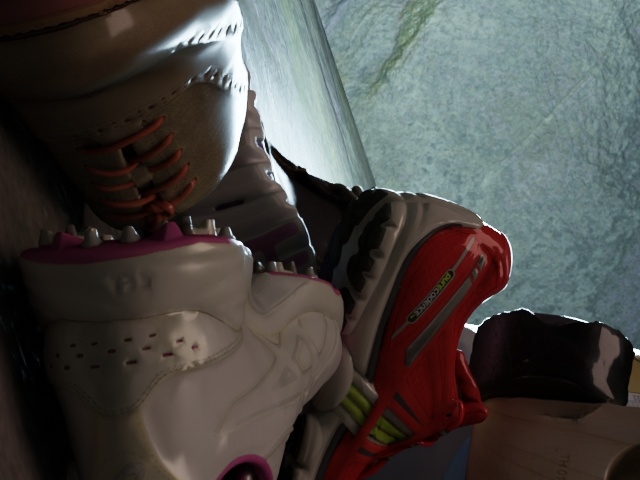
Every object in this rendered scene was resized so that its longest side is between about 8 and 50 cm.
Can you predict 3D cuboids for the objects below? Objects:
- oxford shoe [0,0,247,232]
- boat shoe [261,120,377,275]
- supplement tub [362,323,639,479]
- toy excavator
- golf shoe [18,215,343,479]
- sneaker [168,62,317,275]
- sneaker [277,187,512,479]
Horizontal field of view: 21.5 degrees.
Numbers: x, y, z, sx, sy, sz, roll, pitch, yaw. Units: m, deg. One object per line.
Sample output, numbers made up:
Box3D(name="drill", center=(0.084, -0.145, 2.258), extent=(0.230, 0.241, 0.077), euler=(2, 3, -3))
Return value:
Box3D(name="oxford shoe", center=(-0.084, -0.070, 0.824), extent=(0.348, 0.123, 0.130), euler=(-25, 103, -83))
Box3D(name="boat shoe", center=(0.000, 0.000, 1.308), extent=(0.355, 0.130, 0.132), euler=(62, 12, -62))
Box3D(name="supplement tub", center=(0.183, 0.192, 1.358), extent=(0.316, 0.228, 0.228), euler=(10, 53, -35))
Box3D(name="toy excavator", center=(0.301, 0.246, 1.157), extent=(0.445, 0.432, 0.222), euler=(72, 24, -60))
Box3D(name="golf shoe", center=(-0.057, 0.074, 0.811), extent=(0.306, 0.115, 0.140), euler=(26, 58, -72))
Box3D(name="sneaker", center=(-0.059, -0.005, 1.034), extent=(0.104, 0.095, 0.236), euler=(89, -12, -70))
Box3D(name="sneaker", center=(0.039, 0.105, 1.014), extent=(0.107, 0.118, 0.279), euler=(-100, -153, -61))
